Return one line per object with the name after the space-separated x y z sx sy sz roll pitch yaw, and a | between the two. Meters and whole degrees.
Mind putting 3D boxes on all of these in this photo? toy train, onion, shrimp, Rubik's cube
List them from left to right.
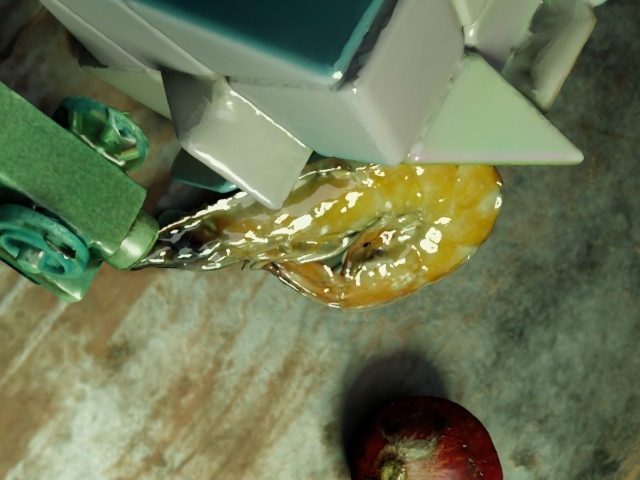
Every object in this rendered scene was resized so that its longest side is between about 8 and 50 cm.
-0.252 -0.069 0.784 0.298 0.194 0.120 39 61 -26 | toy train
0.000 0.000 0.959 0.316 0.062 0.164 -13 121 -11 | shrimp
0.016 -0.195 0.787 0.358 0.387 0.368 -60 157 -8 | Rubik's cube
0.087 0.194 0.995 0.131 0.131 0.131 -3 98 -22 | onion
